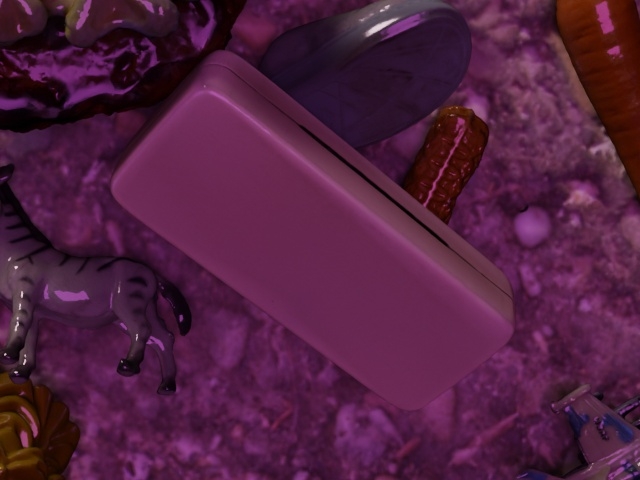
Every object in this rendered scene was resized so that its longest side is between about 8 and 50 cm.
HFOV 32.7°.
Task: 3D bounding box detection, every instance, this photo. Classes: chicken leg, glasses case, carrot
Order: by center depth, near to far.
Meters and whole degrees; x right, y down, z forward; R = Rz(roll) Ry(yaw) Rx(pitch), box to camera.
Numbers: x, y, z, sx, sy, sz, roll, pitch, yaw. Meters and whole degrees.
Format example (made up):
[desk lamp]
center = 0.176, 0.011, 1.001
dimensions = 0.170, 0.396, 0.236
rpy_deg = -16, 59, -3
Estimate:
[chicken leg]
center = -0.143, -0.198, 0.883
dimensions = 0.407, 0.096, 0.158
rpy_deg = -30, 111, -10
[glasses case]
center = 0.000, 0.000, 0.896
dimensions = 0.336, 0.076, 0.144
rpy_deg = 39, 120, -18
[carrot]
center = 0.281, -0.108, 0.969
dimensions = 0.069, 0.069, 0.336
rpy_deg = -26, 103, -3

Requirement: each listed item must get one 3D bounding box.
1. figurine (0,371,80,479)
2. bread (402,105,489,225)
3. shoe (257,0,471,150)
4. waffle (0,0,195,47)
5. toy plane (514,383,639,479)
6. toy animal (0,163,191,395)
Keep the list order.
[figurine]
center = -0.266, 0.253, 0.796
dimensions = 0.187, 0.315, 0.168
rpy_deg = 34, 109, -33
[bread]
center = 0.099, -0.045, 0.961
dimensions = 0.052, 0.044, 0.157
rpy_deg = 24, 94, -15
[shoe]
center = 0.006, -0.134, 0.916
dimensions = 0.251, 0.100, 0.103
rpy_deg = -27, 130, 15
[waffle]
center = -0.180, -0.273, 0.814
dimensions = 0.292, 0.056, 0.309
rpy_deg = -10, 60, -7
[toy plane]
center = 0.308, 0.192, 1.007
dimensions = 0.262, 0.088, 0.192
rpy_deg = -31, 106, -13
[toy animal]
center = -0.210, 0.034, 0.912
dimensions = 0.217, 0.073, 0.176
rpy_deg = 12, 60, -24
